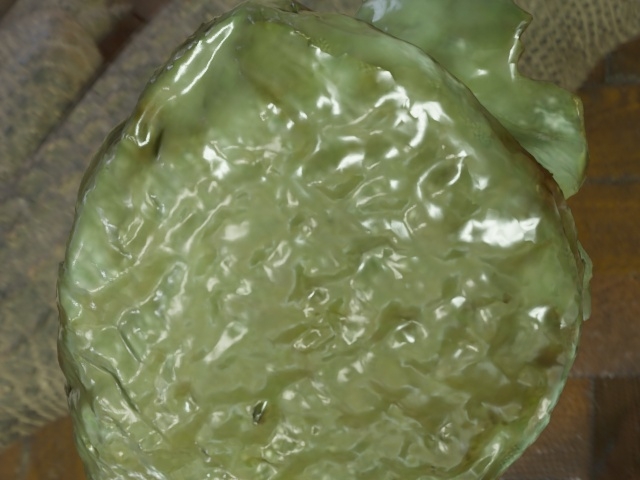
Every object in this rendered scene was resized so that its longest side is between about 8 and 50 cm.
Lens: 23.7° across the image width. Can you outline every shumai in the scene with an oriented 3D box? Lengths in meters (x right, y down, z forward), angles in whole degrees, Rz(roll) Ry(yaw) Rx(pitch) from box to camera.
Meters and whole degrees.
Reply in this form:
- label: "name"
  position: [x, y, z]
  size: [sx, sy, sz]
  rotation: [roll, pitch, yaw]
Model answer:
- label: "shumai"
  position: [0.000, 0.000, 0.879]
  size: [0.292, 0.288, 0.330]
  rotation: [25, 114, -14]
